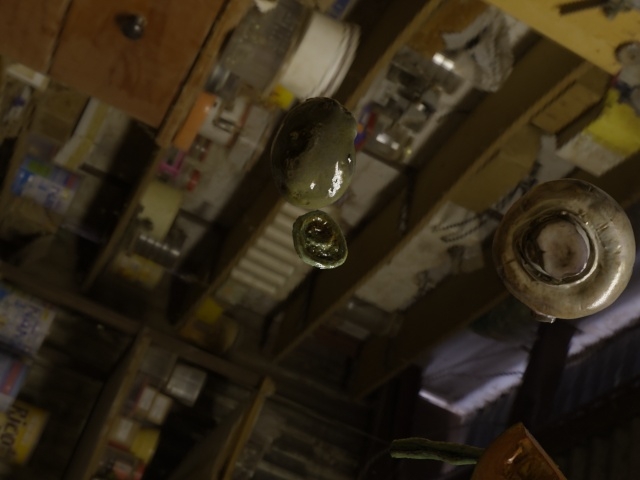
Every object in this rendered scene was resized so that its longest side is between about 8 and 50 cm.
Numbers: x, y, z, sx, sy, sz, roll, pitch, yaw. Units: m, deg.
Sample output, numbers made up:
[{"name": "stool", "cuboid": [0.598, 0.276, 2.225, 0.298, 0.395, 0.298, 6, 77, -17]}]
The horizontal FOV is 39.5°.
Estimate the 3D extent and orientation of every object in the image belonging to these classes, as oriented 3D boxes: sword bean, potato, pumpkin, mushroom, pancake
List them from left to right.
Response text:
[{"name": "potato", "cuboid": [-0.011, -0.179, 1.819, 0.160, 0.178, 0.235, -81, -167, -67]}, {"name": "pancake", "cuboid": [-0.001, 0.000, 1.433, 0.017, 0.108, 0.108, -34, -148, 48]}, {"name": "sword bean", "cuboid": [0.240, 0.380, 1.570, 0.269, 0.038, 0.043, 0, -95, 37]}, {"name": "pumpkin", "cuboid": [0.297, 0.397, 1.189, 0.148, 0.169, 0.312, -36, -167, 11]}, {"name": "mushroom", "cuboid": [0.419, 0.021, 1.539, 0.255, 0.255, 0.184, -62, 172, 8]}]
